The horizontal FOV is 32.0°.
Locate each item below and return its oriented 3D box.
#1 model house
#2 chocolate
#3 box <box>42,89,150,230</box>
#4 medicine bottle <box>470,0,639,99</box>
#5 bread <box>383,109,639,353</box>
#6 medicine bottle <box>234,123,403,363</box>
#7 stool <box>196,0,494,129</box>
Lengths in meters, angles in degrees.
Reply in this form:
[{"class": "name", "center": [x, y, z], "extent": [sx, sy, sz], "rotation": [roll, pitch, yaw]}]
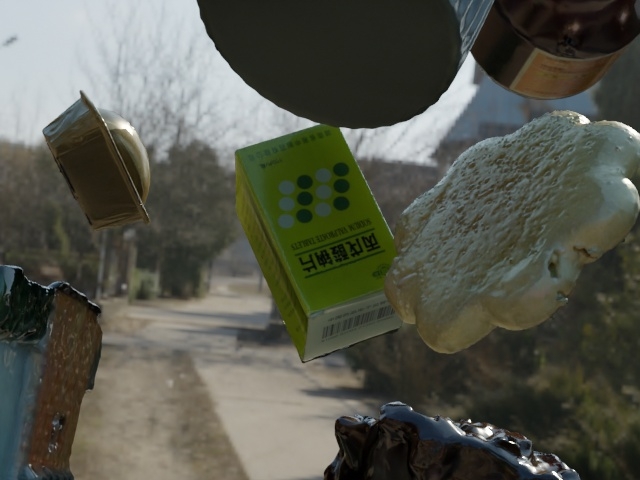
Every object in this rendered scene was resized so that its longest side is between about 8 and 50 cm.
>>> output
[{"class": "model house", "center": [-0.291, 0.160, 0.864], "extent": [0.184, 0.291, 0.253], "rotation": [0, -16, 4]}, {"class": "chocolate", "center": [0.074, 0.152, 0.664], "extent": [0.224, 0.177, 0.206], "rotation": [2, 36, 14]}, {"class": "box", "center": [-0.261, -0.092, 1.350], "extent": [0.111, 0.177, 0.111], "rotation": [-14, 35, 10]}, {"class": "medicine bottle", "center": [0.331, -0.345, 1.443], "extent": [0.242, 0.242, 0.395], "rotation": [6, -12, -5]}, {"class": "bread", "center": [0.187, -0.022, 1.130], "extent": [0.054, 0.316, 0.316], "rotation": [46, -22, -27]}, {"class": "medicine bottle", "center": [0.000, 0.000, 1.341], "extent": [0.137, 0.250, 0.141], "rotation": [-18, -27, -15]}, {"class": "stool", "center": [0.053, -0.304, 1.079], "extent": [0.297, 0.330, 0.297], "rotation": [14, -37, 11]}]
